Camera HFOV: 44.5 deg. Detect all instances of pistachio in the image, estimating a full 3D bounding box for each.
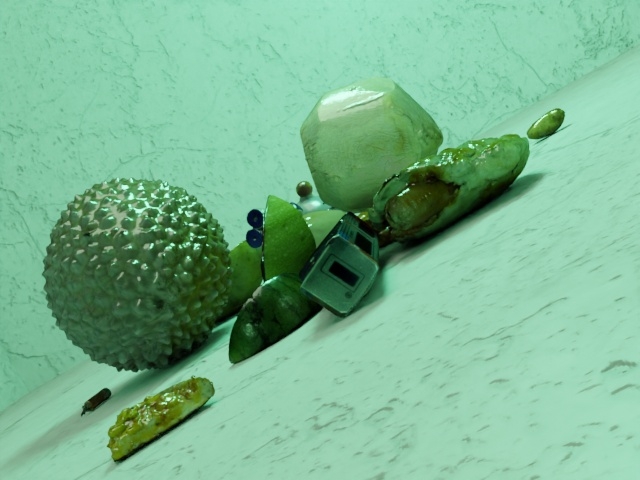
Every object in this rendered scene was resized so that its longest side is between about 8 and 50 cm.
[{"bbox_3d":[0.000,0.000,1.601,0.185,0.124,0.124,-26,1,-35],"label":"pistachio"}]

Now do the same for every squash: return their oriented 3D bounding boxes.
[{"bbox_3d":[-0.047,0.045,1.222,0.085,0.192,0.184,-2,29,-1],"label":"squash"}]

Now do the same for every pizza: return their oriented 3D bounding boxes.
[{"bbox_3d":[-0.202,0.206,0.905,0.131,0.041,0.178,-35,6,-42],"label":"pizza"}]

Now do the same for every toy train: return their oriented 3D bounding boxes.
[{"bbox_3d":[0.039,0.023,1.128,0.086,0.089,0.409,-56,-1,8],"label":"toy train"}]

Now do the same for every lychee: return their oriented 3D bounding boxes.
[{"bbox_3d":[-0.347,0.069,1.528,0.380,0.380,0.432,-31,25,-20],"label":"lychee"}]

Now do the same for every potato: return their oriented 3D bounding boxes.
[{"bbox_3d":[0.480,-0.243,1.655,0.092,0.046,0.045,-40,17,14],"label":"potato"},{"bbox_3d":[-0.212,0.112,1.773,0.271,0.111,0.160,-44,-7,14],"label":"potato"}]

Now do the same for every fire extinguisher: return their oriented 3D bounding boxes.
[{"bbox_3d":[-0.435,0.313,1.509,0.083,0.022,0.028,-40,-27,-69],"label":"fire extinguisher"}]

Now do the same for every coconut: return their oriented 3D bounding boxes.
[{"bbox_3d":[0.091,-0.164,1.332,0.230,0.227,0.227,-16,6,12],"label":"coconut"}]

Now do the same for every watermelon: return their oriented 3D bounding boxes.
[{"bbox_3d":[-0.063,0.092,1.102,0.181,0.075,0.092,-35,2,-40],"label":"watermelon"}]

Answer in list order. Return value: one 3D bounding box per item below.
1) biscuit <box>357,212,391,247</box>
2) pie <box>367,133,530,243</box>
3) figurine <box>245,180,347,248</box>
[{"bbox_3d":[0.146,-0.048,1.471,0.220,0.066,0.220,-31,7,4],"label":"biscuit"},{"bbox_3d":[0.200,-0.083,1.222,0.274,0.105,0.257,-30,-6,-1],"label":"pie"},{"bbox_3d":[-0.039,-0.039,1.709,0.133,0.194,0.274,3,-18,41],"label":"figurine"}]
